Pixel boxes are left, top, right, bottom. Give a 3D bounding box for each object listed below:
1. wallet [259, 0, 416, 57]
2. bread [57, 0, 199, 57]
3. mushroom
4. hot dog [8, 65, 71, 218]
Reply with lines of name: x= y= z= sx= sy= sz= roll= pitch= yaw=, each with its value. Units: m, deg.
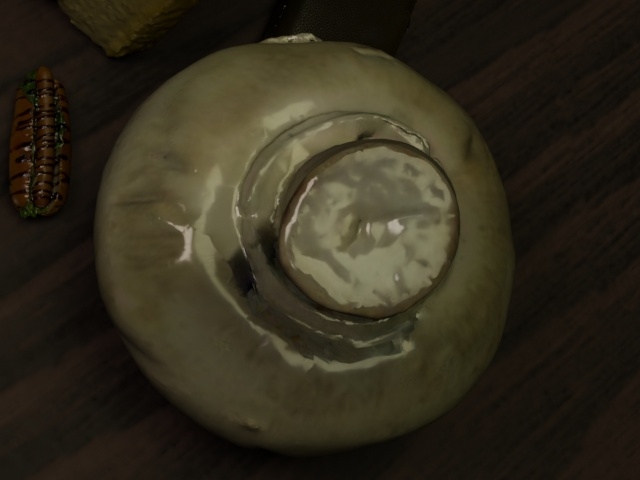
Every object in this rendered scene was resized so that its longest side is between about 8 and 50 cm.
wallet: x=0.006 y=-0.156 z=1.486 sx=0.110 sy=0.031 sz=0.198 roll=28 pitch=60 yaw=-12
bread: x=-0.062 y=-0.333 z=1.356 sx=0.143 sy=0.333 sz=0.323 roll=36 pitch=57 yaw=-12
mushroom: x=-0.012 y=0.021 z=1.285 sx=0.315 sy=0.315 sz=0.356 roll=30 pitch=29 yaw=-11
hot dog: x=-0.208 y=-0.073 z=1.351 sx=0.049 sy=0.037 sz=0.122 roll=6 pitch=68 yaw=-26
